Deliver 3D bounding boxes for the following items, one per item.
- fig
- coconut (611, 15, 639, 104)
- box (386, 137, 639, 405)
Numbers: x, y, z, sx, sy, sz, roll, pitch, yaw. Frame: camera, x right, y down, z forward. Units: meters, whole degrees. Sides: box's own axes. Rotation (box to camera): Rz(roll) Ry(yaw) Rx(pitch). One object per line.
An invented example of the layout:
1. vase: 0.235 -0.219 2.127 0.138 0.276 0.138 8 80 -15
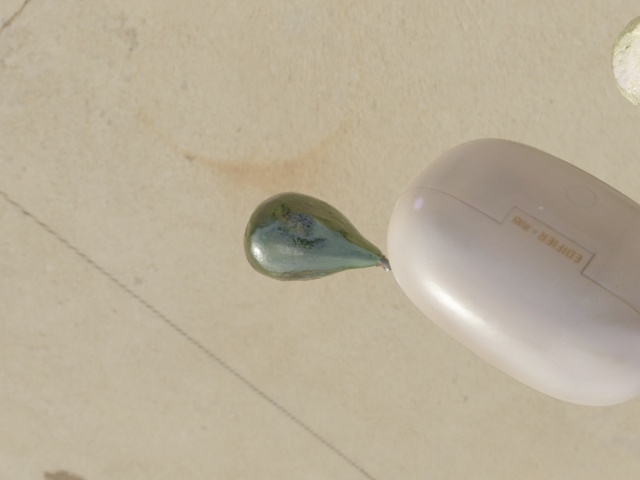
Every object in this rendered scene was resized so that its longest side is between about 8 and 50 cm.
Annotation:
1. fig: 0.000 0.000 1.077 0.178 0.117 0.117 5 127 5
2. coconut: 0.411 -0.212 1.067 0.122 0.116 0.116 -13 137 -37
3. box: 0.141 0.017 0.591 0.200 0.146 0.088 33 152 19
